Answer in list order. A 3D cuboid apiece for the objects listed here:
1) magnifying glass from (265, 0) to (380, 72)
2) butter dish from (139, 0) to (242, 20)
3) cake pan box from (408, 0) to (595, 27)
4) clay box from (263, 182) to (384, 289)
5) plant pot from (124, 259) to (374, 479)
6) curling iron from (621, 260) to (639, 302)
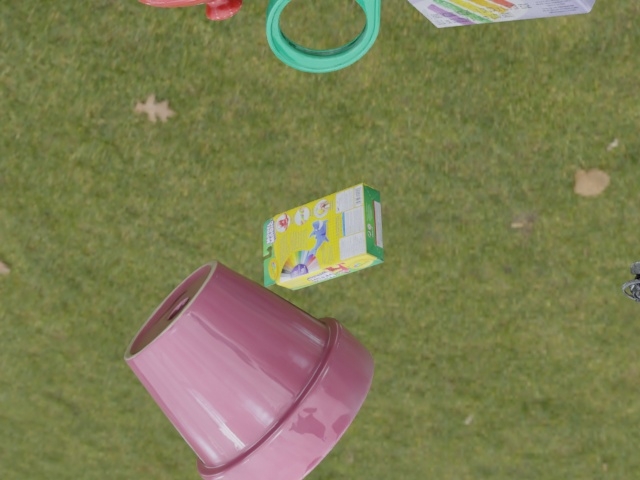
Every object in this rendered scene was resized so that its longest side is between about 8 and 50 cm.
[{"bbox_3d":[0.028,-0.216,0.763,0.092,0.026,0.231,15,142,-20],"label":"magnifying glass"},{"bbox_3d":[-0.102,-0.248,0.858,0.159,0.160,0.118,3,129,33],"label":"butter dish"},{"bbox_3d":[0.149,-0.340,1.119,0.245,0.070,0.267,34,167,-35],"label":"cake pan box"},{"bbox_3d":[0.000,0.000,1.637,0.222,0.127,0.053,-19,152,37],"label":"clay box"},{"bbox_3d":[-0.080,0.124,0.956,0.180,0.201,0.201,43,128,-13],"label":"plant pot"},{"bbox_3d":[0.401,0.029,0.850,0.274,0.035,0.068,-4,161,18],"label":"curling iron"}]
